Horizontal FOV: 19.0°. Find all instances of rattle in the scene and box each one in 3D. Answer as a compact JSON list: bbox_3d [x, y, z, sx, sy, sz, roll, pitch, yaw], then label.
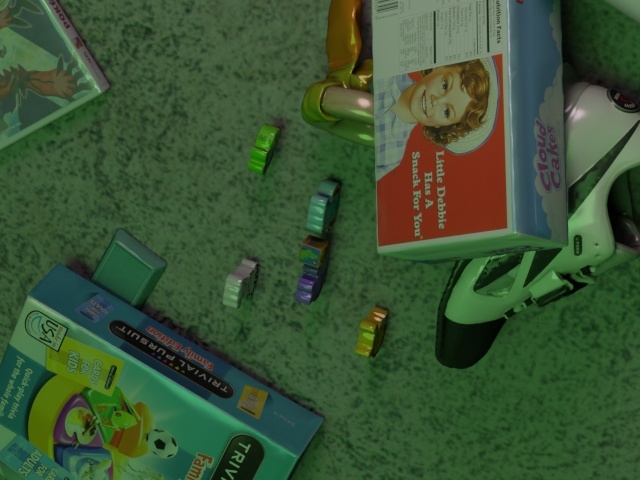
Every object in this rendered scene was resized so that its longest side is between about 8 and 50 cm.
[{"bbox_3d":[0.090,-0.139,1.811,0.199,0.143,0.130,15,155,1],"label":"rattle"}]

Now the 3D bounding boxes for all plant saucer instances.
[{"bbox_3d":[-0.234,0.073,2.091,0.067,0.018,0.192,37,126,5],"label":"plant saucer"}]

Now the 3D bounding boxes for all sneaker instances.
[{"bbox_3d":[0.213,0.011,1.770,0.146,0.122,0.330,30,124,10],"label":"sneaker"}]

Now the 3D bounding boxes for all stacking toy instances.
[{"bbox_3d":[0.000,0.000,1.919,0.167,0.052,0.221,20,121,14],"label":"stacking toy"}]

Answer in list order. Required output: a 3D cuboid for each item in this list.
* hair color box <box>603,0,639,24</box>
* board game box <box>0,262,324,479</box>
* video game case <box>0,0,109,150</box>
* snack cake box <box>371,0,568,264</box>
[{"bbox_3d":[0.312,-0.273,1.578,0.374,0.113,0.185,34,126,7],"label":"hair color box"},{"bbox_3d":[-0.198,0.215,2.095,0.336,0.079,0.254,30,126,5],"label":"board game box"},{"bbox_3d":[-0.340,-0.196,1.999,0.201,0.023,0.183,-25,103,34],"label":"video game case"},{"bbox_3d":[0.130,-0.119,1.676,0.152,0.089,0.264,-8,78,38],"label":"snack cake box"}]
